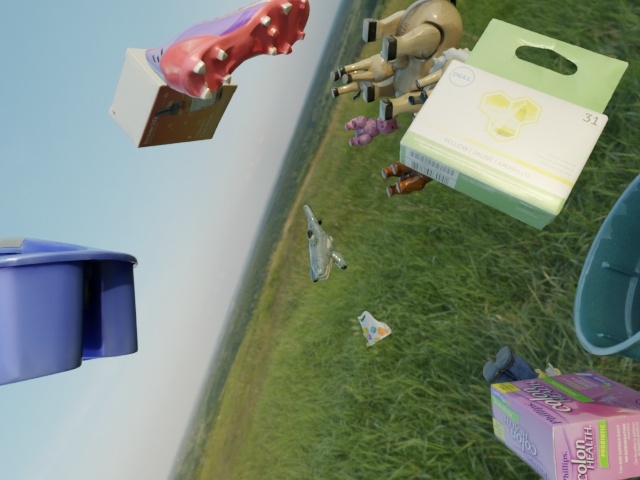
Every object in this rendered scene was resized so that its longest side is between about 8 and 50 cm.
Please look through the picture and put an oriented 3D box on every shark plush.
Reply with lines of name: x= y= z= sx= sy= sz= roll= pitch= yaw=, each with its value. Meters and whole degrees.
shark plush: x=0.000 y=0.000 z=0.817 sx=0.073 sy=0.067 sz=0.161 roll=-15 pitch=63 yaw=25

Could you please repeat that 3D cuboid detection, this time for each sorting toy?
sorting toy: x=0.118 y=0.207 z=1.059 sx=0.045 sy=0.075 sz=0.083 roll=-24 pitch=-17 yaw=-29

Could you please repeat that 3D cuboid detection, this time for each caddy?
caddy: x=-0.402 y=0.086 z=0.565 sx=0.241 sy=0.341 sz=0.179 roll=24 pitch=-125 yaw=-79

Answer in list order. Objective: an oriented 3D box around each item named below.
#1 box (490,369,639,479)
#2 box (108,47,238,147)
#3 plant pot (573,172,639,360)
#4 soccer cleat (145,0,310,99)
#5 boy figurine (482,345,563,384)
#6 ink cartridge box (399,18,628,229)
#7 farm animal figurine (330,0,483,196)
box: x=0.505 y=0.360 z=0.876 sx=0.213 sy=0.243 sz=0.117 roll=-166 pitch=70 yaw=-83
box: x=-0.253 y=-0.245 z=0.769 sx=0.170 sy=0.091 sz=0.130 roll=-27 pitch=-19 yaw=-52
plant pot: x=0.635 y=0.076 z=0.662 sx=0.341 sy=0.334 sz=0.341 roll=21 pitch=-90 yaw=-79
soccer cleat: x=-0.110 y=-0.271 z=0.581 sx=0.248 sy=0.095 sz=0.083 roll=-47 pitch=-20 yaw=-29
boy figurine: x=0.555 y=0.400 z=1.133 sx=0.177 sy=0.285 sz=0.092 roll=-52 pitch=-1 yaw=19
ink cartridge box: x=0.217 y=-0.150 z=0.483 sx=0.235 sy=0.171 sz=0.056 roll=-58 pitch=-17 yaw=-10
farm animal figurine: x=0.155 y=-0.258 z=0.743 sx=0.326 sy=0.172 sz=0.330 roll=95 pitch=155 yaw=-62
